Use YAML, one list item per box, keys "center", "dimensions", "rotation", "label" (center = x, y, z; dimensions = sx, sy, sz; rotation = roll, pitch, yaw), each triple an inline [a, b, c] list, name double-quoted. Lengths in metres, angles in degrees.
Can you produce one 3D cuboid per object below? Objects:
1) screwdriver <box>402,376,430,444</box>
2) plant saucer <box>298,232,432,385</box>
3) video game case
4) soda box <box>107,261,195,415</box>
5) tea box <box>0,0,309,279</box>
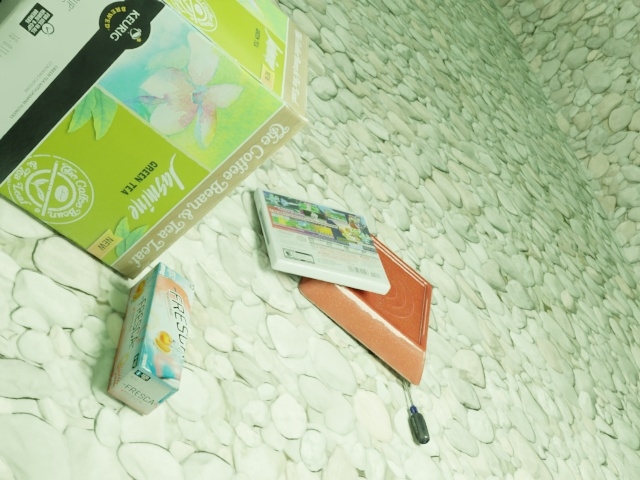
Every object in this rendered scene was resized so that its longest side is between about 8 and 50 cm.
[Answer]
- center: [0.141, 0.252, 1.552]
  dimensions: [0.024, 0.025, 0.170]
  rotation: [-1, 37, -13]
  label: "screwdriver"
- center: [0.093, 0.080, 1.641]
  dimensions: [0.259, 0.048, 0.258]
  rotation: [40, 29, -14]
  label: "plant saucer"
- center: [0.000, 0.000, 1.562]
  dimensions: [0.201, 0.023, 0.183]
  rotation: [14, 35, -25]
  label: "video game case"
- center: [-0.195, 0.111, 1.155]
  dimensions: [0.058, 0.063, 0.183]
  rotation: [37, 30, -26]
  label: "soda box"
- center: [-0.235, -0.189, 1.177]
  dimensions: [0.323, 0.329, 0.220]
  rotation: [36, 30, -25]
  label: "tea box"
